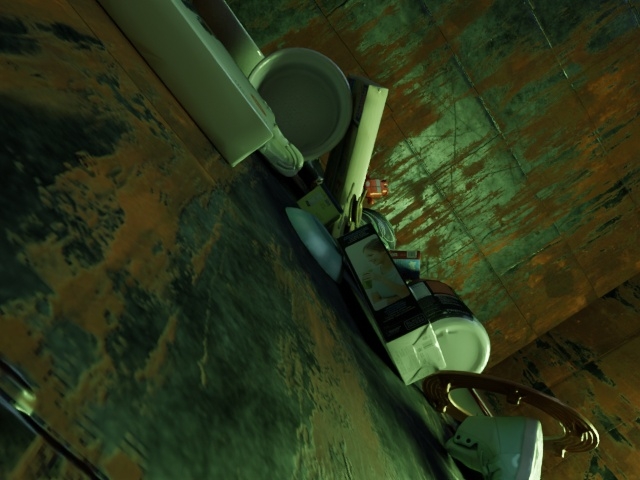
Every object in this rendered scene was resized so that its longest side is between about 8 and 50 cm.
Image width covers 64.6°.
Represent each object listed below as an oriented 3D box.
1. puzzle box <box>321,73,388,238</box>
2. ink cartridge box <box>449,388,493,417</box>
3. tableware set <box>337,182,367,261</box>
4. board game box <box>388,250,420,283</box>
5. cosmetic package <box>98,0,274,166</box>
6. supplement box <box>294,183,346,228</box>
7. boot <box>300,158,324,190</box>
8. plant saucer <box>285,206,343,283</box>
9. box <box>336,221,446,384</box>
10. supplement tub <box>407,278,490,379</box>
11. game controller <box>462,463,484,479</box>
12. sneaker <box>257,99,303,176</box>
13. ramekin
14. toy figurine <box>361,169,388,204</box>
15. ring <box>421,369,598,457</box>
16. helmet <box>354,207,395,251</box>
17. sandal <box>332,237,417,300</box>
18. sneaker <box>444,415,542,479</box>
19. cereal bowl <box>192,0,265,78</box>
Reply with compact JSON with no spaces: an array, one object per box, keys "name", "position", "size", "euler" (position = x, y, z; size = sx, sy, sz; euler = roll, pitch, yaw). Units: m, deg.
[{"name":"puzzle box","position":[0.073,-0.226,1.365],"size":[0.052,0.409,0.272],"euler":[9,21,-13]},{"name":"ink cartridge box","position":[0.433,0.501,1.334],"size":[0.261,0.066,0.296],"euler":[54,5,-46]},{"name":"tableware set","position":[0.080,-0.038,1.189],"size":[0.194,0.039,0.128],"euler":[-69,161,-49]},{"name":"board game box","position":[0.206,0.082,1.419],"size":[0.281,0.145,0.027],"euler":[63,30,-68]},{"name":"cosmetic package","position":[-0.226,-0.326,0.872],"size":[0.377,0.097,0.284],"euler":[52,11,-19]},{"name":"supplement box","position":[-0.001,-0.072,1.174],"size":[0.083,0.083,0.056],"euler":[56,7,11]},{"name":"boot","position":[-0.020,-0.233,1.812],"size":[0.179,0.085,0.236],"euler":[61,8,13]},{"name":"plant saucer","position":[0.000,0.000,1.044],"size":[0.195,0.037,0.195],"euler":[53,8,-11]},{"name":"box","position":[0.136,0.119,1.017],"size":[0.290,0.087,0.169],"euler":[-113,176,-46]},{"name":"supplement tub","position":[0.296,0.220,1.310],"size":[0.194,0.193,0.316],"euler":[53,8,-12]},{"name":"game controller","position":[0.361,0.477,1.060],"size":[0.166,0.067,0.319],"euler":[57,7,18]},{"name":"sneaker","position":[-0.137,-0.248,1.184],"size":[0.235,0.090,0.095],"euler":[56,-6,-22]},{"name":"ramekin","position":[-0.061,-0.341,1.316],"size":[0.277,0.277,0.135],"euler":[54,0,-7]},{"name":"toy figurine","position":[0.094,-0.137,1.605],"size":[0.209,0.148,0.213],"euler":[55,-39,46]},{"name":"ring","position":[0.360,0.350,1.001],"size":[0.336,0.032,0.337],"euler":[21,-29,12]},{"name":"helmet","position":[0.134,-0.010,1.459],"size":[0.169,0.169,0.161],"euler":[49,-5,-36]},{"name":"sandal","position":[0.117,0.093,1.270],"size":[0.265,0.076,0.102],"euler":[35,-9,5]},{"name":"sneaker","position":[0.275,0.398,0.839],"size":[0.256,0.151,0.094],"euler":[-48,124,-50]},{"name":"cereal bowl","position":[-0.303,-0.651,1.648],"size":[0.339,0.141,0.339],"euler":[53,8,-11]}]
